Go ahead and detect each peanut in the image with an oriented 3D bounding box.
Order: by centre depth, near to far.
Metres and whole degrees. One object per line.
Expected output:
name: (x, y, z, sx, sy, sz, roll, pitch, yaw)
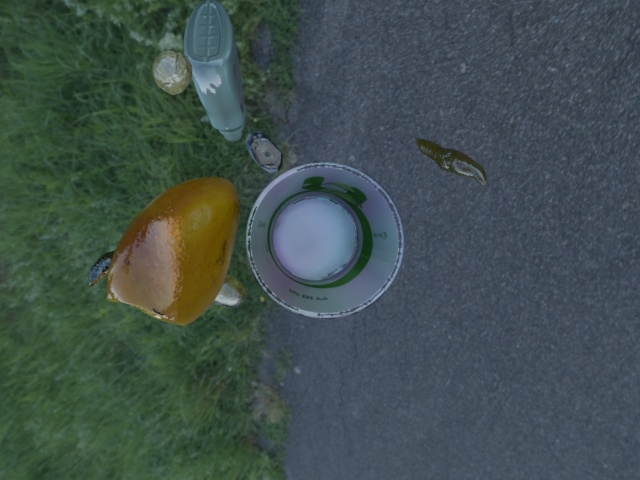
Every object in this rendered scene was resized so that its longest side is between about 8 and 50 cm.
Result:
peanut: (-0.294, -0.330, 0.899, 0.080, 0.080, 0.174, 63, 172, -18)

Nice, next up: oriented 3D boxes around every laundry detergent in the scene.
laundry detergent: (-0.287, -0.452, 1.322, 0.125, 0.263, 0.398, -6, 155, -3)

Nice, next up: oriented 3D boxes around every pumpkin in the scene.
pumpkin: (-0.364, 0.041, 0.760, 0.028, 0.083, 0.050, 43, 154, -11)

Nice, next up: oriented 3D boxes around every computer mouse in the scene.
computer mouse: (-0.216, -0.340, 1.759, 0.192, 0.106, 0.062, 56, 164, 7)

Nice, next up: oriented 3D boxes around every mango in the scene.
mango: (-0.221, 0.002, 0.737, 0.187, 0.257, 0.138, 29, 166, -39)

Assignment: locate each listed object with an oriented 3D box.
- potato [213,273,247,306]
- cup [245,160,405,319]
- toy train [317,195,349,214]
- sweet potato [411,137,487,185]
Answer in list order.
potato: (-0.295, 0.137, 1.316, 0.171, 0.080, 0.107, 19, 122, -21)
cup: (0.000, 0.000, 0.838, 0.253, 0.253, 0.274, 49, 177, -3)
toy train: (0.084, -0.141, 1.620, 0.163, 0.203, 0.112, -4, 75, 43)
sweet potato: (0.331, -0.212, 1.173, 0.274, 0.067, 0.067, 46, 150, 48)
